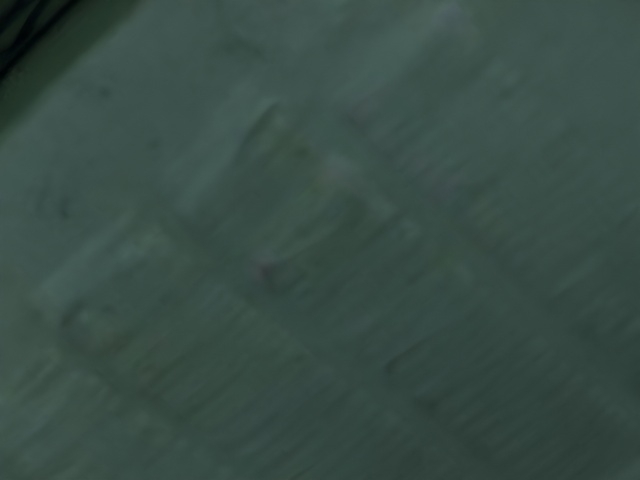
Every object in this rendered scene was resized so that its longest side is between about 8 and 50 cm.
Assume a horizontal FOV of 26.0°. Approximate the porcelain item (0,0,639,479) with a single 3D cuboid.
[{"bbox_3d":[0.000,0.000,0.462,0.281,0.157,0.286,-42,-60,15],"label":"porcelain item"}]
